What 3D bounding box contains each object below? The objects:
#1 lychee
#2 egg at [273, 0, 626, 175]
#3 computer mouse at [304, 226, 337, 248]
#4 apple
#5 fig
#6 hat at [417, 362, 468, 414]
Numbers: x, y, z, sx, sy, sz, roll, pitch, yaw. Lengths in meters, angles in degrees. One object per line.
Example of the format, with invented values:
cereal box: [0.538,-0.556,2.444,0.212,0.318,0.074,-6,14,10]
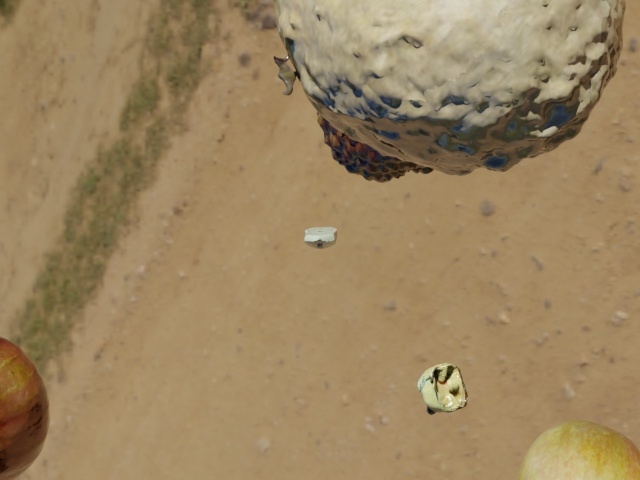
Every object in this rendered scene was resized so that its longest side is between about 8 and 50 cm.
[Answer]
lychee: [0.101,-0.210,1.513,0.236,0.236,0.271,-9,119,51]
egg: [0.095,-0.192,0.812,0.310,0.279,0.279,53,131,13]
computer mouse: [0.000,0.000,1.775,0.110,0.056,0.032,-72,-20,-80]
apple: [0.486,0.452,1.911,0.257,0.257,0.233,-23,36,49]
fig: [-0.425,0.213,1.245,0.205,0.205,0.205,1,91,51]
hat: [0.191,0.239,1.688,0.059,0.076,0.077,-19,81,43]
